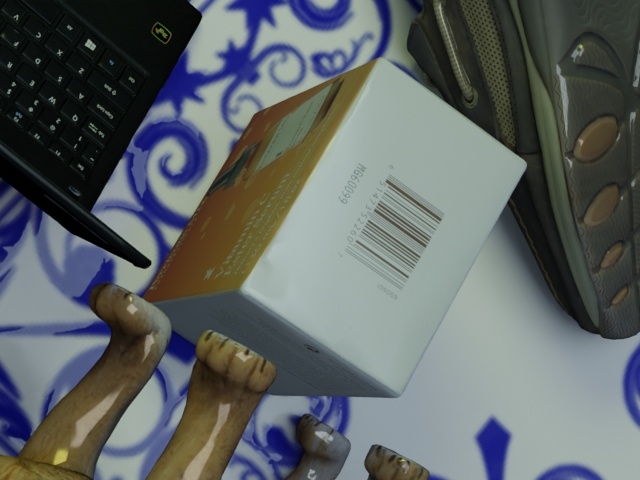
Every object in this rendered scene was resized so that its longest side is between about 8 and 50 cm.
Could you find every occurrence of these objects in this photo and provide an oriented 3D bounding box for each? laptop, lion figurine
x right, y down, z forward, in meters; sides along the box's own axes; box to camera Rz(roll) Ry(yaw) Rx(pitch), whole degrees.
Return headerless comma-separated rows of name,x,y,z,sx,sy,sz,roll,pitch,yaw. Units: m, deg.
laptop,-0.150,-0.124,0.707,0.234,0.136,0.264,41,46,-18
lion figurine,-0.077,0.165,0.705,0.392,0.142,0.240,38,78,-51

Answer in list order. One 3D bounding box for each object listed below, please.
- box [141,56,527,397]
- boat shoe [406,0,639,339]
box,0.000,0.000,0.793,0.091,0.170,0.130,34,73,-16
boat shoe,0.123,-0.117,0.881,0.132,0.130,0.355,-27,114,-30
